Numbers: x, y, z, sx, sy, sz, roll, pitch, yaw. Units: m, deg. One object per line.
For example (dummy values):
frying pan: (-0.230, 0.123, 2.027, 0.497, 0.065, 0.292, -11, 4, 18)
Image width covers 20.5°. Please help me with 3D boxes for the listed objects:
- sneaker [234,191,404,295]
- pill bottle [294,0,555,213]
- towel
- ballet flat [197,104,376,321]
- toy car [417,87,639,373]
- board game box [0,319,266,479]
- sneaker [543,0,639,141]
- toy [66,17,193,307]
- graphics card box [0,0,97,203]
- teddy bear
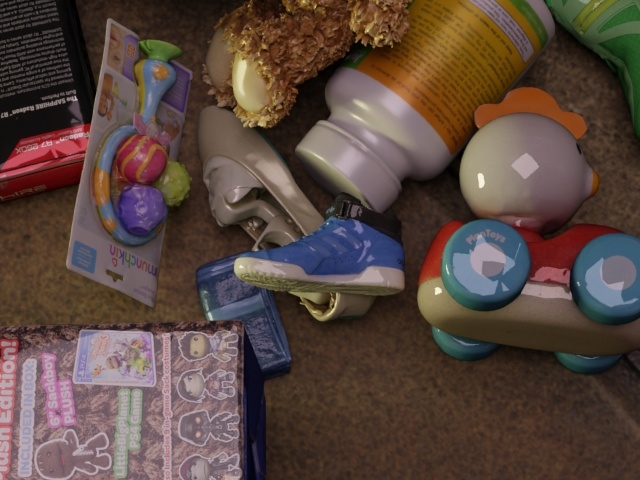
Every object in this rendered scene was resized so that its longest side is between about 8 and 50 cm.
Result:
sneaker: (0.000, 0.000, 1.554, 0.152, 0.058, 0.084, 3, 76, -9)
pill bottle: (0.091, -0.142, 1.630, 0.136, 0.136, 0.245, 38, 79, 11)
towel: (-0.072, 0.072, 1.635, 0.067, 0.029, 0.119, -17, 75, -2)
ballet flat: (-0.048, -0.021, 1.624, 0.086, 0.086, 0.248, -41, 77, -8)
toy car: (0.199, -0.026, 1.554, 0.210, 0.219, 0.238, 6, 73, 4)
board game box: (-0.195, 0.159, 1.426, 0.291, 0.232, 0.141, -2, 74, 2)
sneaker: (0.273, -0.218, 1.674, 0.123, 0.109, 0.295, -19, 74, 17)
toy: (-0.156, -0.071, 1.618, 0.056, 0.137, 0.237, -5, 70, 30)
graphics card box: (-0.348, -0.211, 1.688, 0.233, 0.094, 0.371, -15, 76, -2)
teddy bear: (0.024, -0.238, 1.606, 0.113, 0.245, 0.338, 39, 76, -22)
